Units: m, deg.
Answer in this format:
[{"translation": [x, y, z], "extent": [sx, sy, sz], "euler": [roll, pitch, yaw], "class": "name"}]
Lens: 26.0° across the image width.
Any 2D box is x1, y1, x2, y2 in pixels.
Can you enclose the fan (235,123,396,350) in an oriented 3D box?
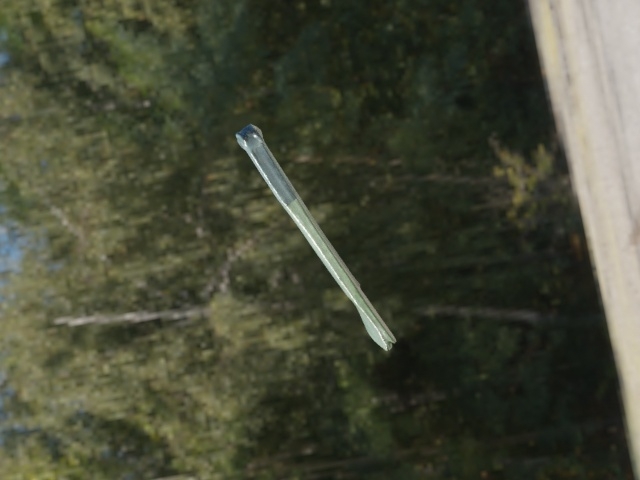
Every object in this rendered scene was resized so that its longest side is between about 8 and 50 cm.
[{"translation": [0.000, 0.000, 0.938], "extent": [0.193, 0.016, 0.038], "euler": [56, 174, -25], "class": "fan"}]
